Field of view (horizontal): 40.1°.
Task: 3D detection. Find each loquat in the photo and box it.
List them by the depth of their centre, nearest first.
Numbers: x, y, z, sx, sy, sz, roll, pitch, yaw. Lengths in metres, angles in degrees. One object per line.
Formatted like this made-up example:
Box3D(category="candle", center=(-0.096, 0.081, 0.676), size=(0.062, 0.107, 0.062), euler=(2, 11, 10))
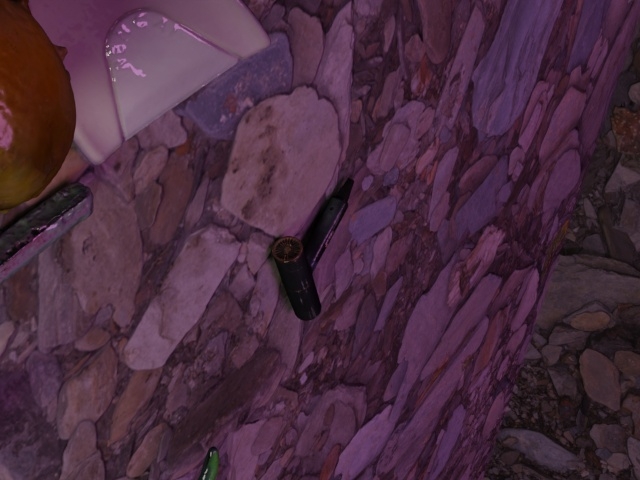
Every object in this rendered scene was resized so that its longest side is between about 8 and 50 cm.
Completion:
Box3D(category="loquat", center=(-0.256, -0.106, 0.625), size=(0.172, 0.150, 0.204), euler=(19, 82, -62))

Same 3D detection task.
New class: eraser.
Box3D(category="eraser", center=(-0.179, -0.203, 0.749), size=(0.204, 0.059, 0.243), euler=(-34, 135, 0))

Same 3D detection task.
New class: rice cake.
Box3D(category="rice cake", center=(-0.288, 0.015, 0.795), size=(0.207, 0.033, 0.033), euler=(-45, 157, -33))

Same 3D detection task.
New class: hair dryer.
Box3D(category="hair dryer", center=(0.004, 0.004, 1.317), size=(0.194, 0.050, 0.173), euler=(-55, 155, -26))

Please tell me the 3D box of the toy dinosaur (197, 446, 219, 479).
Box3D(category="toy dinosaur", center=(-0.343, 0.434, 1.000), size=(0.374, 0.144, 0.499), euler=(31, 81, -52))
